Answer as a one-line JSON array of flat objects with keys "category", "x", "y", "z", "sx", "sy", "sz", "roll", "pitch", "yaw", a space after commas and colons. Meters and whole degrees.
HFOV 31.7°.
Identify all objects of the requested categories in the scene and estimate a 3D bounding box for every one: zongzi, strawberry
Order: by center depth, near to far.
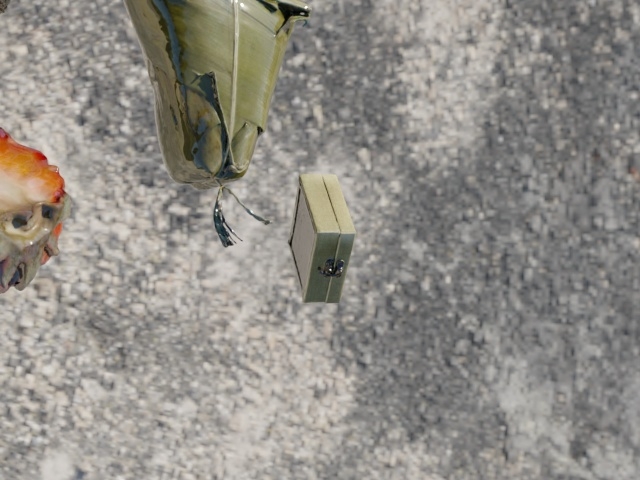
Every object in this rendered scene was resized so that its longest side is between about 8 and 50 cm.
[{"category": "strawberry", "x": -0.499, "y": -0.048, "z": 1.484, "sx": 0.265, "sy": 0.336, "sz": 0.149, "roll": -40, "pitch": 157, "yaw": -51}, {"category": "zongzi", "x": -0.232, "y": -0.242, "z": 1.701, "sx": 0.418, "sy": 0.181, "sz": 0.447, "roll": 26, "pitch": 68, "yaw": -36}]

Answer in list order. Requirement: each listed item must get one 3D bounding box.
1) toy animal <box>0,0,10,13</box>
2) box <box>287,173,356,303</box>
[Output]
[{"category": "toy animal", "x": -0.433, "y": -0.418, "z": 1.596, "sx": 0.219, "sy": 0.069, "sz": 0.086, "roll": -55, "pitch": 154, "yaw": -6}, {"category": "box", "x": 0.000, "y": 0.000, "z": 0.941, "sx": 0.035, "sy": 0.083, "sz": 0.079, "roll": 0, "pitch": 130, "yaw": -14}]
